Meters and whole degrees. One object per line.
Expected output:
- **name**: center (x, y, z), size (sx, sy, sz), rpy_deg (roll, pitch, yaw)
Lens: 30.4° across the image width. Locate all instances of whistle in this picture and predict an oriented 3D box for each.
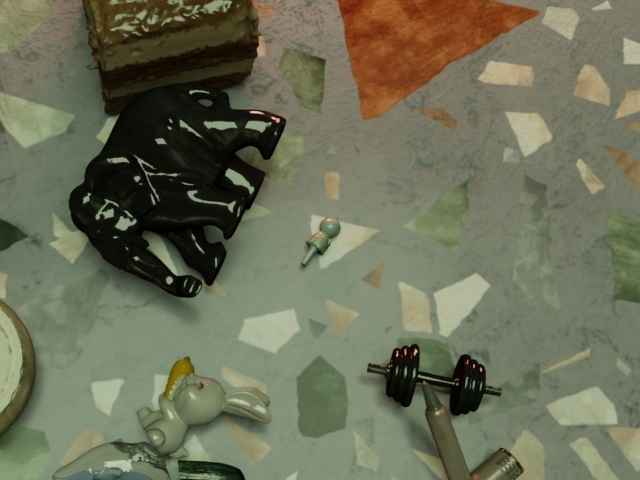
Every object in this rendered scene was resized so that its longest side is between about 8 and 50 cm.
- **whistle**: center (0.000, 0.000, 1.887), size (0.035, 0.035, 0.100), rpy_deg (35, 74, 5)

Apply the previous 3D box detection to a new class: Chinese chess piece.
- **Chinese chess piece**: center (-0.546, 0.188, 1.735), size (0.250, 0.103, 0.249), rpy_deg (2, 73, -8)

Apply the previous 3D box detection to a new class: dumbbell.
- **dumbbell**: center (0.174, 0.214, 1.806), size (0.209, 0.099, 0.099), rpy_deg (11, 72, -3)

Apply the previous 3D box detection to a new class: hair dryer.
- **hair dryer**: center (0.176, 0.326, 1.750), size (0.195, 0.054, 0.220), rpy_deg (-38, 111, -14)

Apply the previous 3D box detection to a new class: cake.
- **cake**: center (-0.248, -0.374, 1.847), size (0.282, 0.290, 0.255), rpy_deg (-14, 74, -7)

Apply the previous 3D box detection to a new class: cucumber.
- **cucumber**: center (-0.161, 0.353, 1.753), size (0.105, 0.048, 0.048), rpy_deg (4, 73, -6)

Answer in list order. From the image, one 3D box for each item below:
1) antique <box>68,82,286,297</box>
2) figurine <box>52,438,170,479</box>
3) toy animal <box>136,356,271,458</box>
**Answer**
- **antique**: center (-0.228, -0.091, 1.814), size (0.255, 0.185, 0.322), rpy_deg (24, 78, -3)
- **figurine**: center (-0.285, 0.374, 1.692), size (0.209, 0.128, 0.183), rpy_deg (27, 95, -10)
- **toy animal**: center (-0.177, 0.249, 1.775), size (0.182, 0.131, 0.127), rpy_deg (-33, 111, -7)
